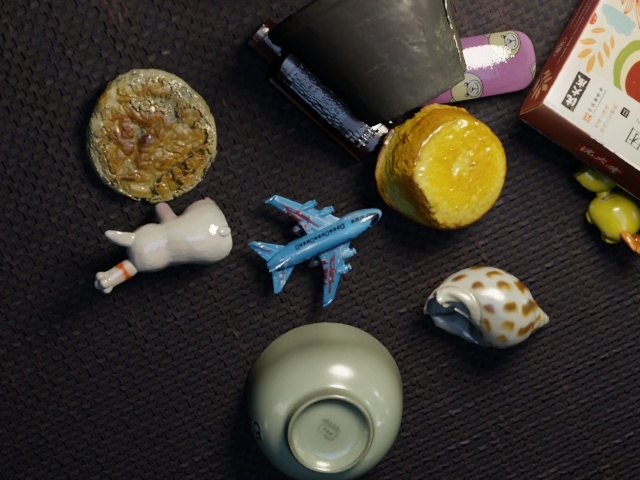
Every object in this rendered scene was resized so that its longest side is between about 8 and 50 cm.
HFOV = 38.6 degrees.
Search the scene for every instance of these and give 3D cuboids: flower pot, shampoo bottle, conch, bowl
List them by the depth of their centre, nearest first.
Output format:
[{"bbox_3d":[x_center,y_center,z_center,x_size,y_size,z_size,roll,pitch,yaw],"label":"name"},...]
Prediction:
[{"bbox_3d":[0.114,-0.358,1.644,0.379,0.379,0.251,-30,102,3],"label":"flower pot"},{"bbox_3d":[-0.003,-0.302,1.802,0.323,0.084,0.129,40,92,-11],"label":"shampoo bottle"},{"bbox_3d":[0.357,0.141,1.895,0.275,0.183,0.148,35,67,-16],"label":"conch"},{"bbox_3d":[0.014,0.366,1.906,0.354,0.185,0.354,-1,104,-3],"label":"bowl"}]

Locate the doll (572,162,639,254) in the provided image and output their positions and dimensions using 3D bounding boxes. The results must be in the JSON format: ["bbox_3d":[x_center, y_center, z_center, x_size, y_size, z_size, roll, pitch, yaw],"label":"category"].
[{"bbox_3d":[0.611,-0.074,1.877,0.135,0.143,0.221,-27,96,25],"label":"doll"}]

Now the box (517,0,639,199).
[{"bbox_3d":[0.624,-0.317,1.758,0.344,0.122,0.385,32,80,-10],"label":"box"}]

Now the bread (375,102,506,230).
[{"bbox_3d":[0.246,-0.144,1.803,0.268,0.146,0.268,-8,110,-24],"label":"bread"}]

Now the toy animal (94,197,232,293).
[{"bbox_3d":[-0.317,0.004,1.821,0.282,0.138,0.140,-14,106,-3],"label":"toy animal"}]

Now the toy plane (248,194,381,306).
[{"bbox_3d":[0.000,0.000,1.861,0.271,0.105,0.254,-27,104,2],"label":"toy plane"}]

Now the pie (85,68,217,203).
[{"bbox_3d":[-0.340,-0.205,1.818,0.274,0.055,0.274,-1,109,-2],"label":"pie"}]

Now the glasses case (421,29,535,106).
[{"bbox_3d":[0.268,-0.337,1.812,0.316,0.076,0.123,-10,99,0],"label":"glasses case"}]
